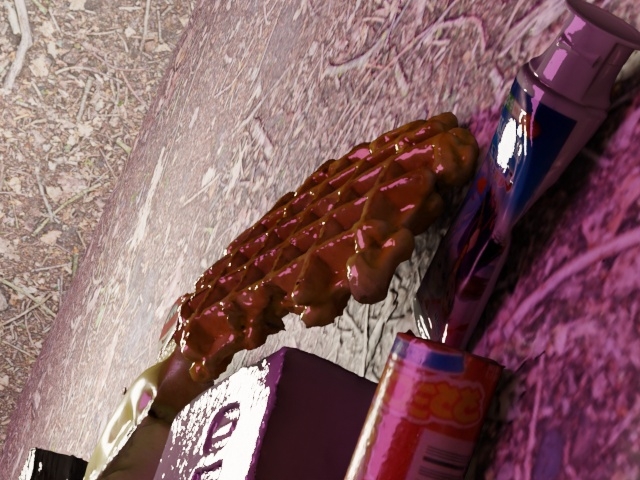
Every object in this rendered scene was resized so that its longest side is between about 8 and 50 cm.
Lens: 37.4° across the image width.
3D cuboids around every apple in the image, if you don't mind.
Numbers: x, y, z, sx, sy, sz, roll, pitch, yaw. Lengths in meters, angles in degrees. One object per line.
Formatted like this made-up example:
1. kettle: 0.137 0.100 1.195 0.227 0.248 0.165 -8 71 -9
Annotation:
1. apple: -0.184 0.214 1.104 0.265 0.120 0.193 -51 14 38

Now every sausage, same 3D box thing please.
1. sausage: 0.036 0.193 0.587 0.274 0.074 0.074 -71 19 0

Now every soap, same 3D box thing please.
1. soap: -0.077 0.260 0.756 0.285 0.107 0.296 -40 29 56

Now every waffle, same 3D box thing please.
1. waffle: -0.005 0.001 0.754 0.281 0.058 0.300 -49 15 -27

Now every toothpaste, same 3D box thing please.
1. toothpaste: 0.120 -0.025 0.620 0.096 0.061 0.266 -99 29 -55

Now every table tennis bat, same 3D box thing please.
1. table tennis bat: -0.235 0.155 1.450 0.098 0.019 0.155 -43 30 53

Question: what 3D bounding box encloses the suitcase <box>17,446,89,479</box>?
1. suitcase: -0.399 0.487 1.366 0.230 0.152 0.335 -63 18 14

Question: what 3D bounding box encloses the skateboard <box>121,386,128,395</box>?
1. skateboard: -0.315 0.286 1.519 0.083 0.032 0.064 -64 30 9
